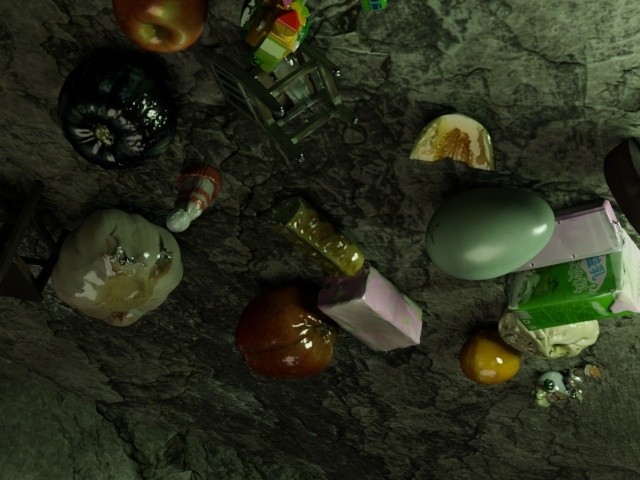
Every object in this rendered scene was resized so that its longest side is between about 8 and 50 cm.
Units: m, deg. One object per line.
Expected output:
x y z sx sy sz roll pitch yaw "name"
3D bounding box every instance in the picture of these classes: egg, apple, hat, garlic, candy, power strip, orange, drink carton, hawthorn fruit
0.335 -0.017 1.677 0.264 0.183 0.183 -15 138 29 "egg"
-0.259 -0.391 1.364 0.163 0.139 0.163 2 156 1 "apple"
-0.282 -0.080 1.822 0.093 0.162 0.112 25 142 -13 "hat"
-0.490 0.067 2.051 0.321 0.241 0.322 6 130 7 "garlic"
0.129 0.173 2.110 0.155 0.116 0.265 -18 138 35 "candy"
0.488 -0.005 1.740 0.278 0.037 0.109 -15 112 37 "power strip"
0.437 0.298 2.170 0.158 0.159 0.136 -2 104 23 "orange"
0.535 0.090 1.789 0.271 0.161 0.108 -16 137 38 "drink carton"
-0.084 0.243 2.181 0.261 0.258 0.258 -38 127 17 "hawthorn fruit"

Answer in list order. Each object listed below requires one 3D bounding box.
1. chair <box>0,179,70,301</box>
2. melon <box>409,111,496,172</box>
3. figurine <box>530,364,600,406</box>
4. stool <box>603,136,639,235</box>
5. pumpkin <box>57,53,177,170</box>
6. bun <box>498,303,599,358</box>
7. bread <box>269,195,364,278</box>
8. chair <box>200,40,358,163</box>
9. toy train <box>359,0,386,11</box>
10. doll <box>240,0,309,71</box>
-0.786 0.079 2.005 0.203 0.416 0.241 10 147 6 "chair"
0.252 -0.190 1.550 0.160 0.079 0.128 11 130 5 "melon"
0.662 0.396 2.279 0.147 0.094 0.197 24 147 -37 "figurine"
0.629 -0.089 1.409 0.272 0.272 0.178 29 130 -24 "stool"
-0.386 -0.242 1.605 0.232 0.163 0.233 10 137 10 "pumpkin"
0.545 0.220 2.027 0.237 0.116 0.210 -7 142 28 "bun"
-0.001 0.001 1.914 0.269 0.098 0.087 40 -179 -35 "bread"
-0.072 -0.278 1.495 0.270 0.147 0.136 45 168 41 "chair"
0.063 -0.439 1.253 0.042 0.044 0.209 1 146 19 "toy train"
-0.077 -0.342 1.340 0.106 0.186 0.134 30 116 -23 "doll"
